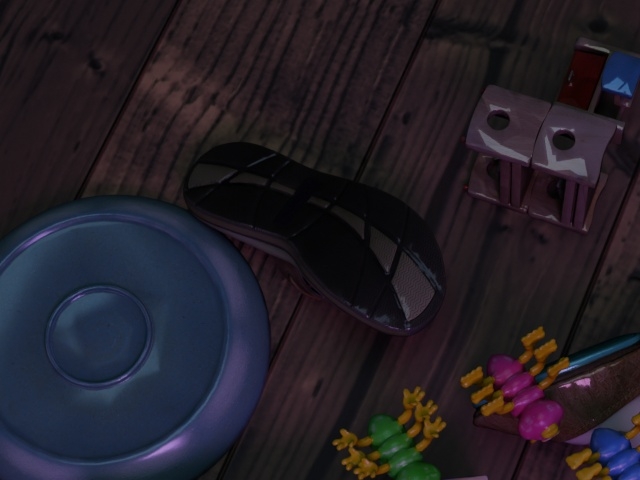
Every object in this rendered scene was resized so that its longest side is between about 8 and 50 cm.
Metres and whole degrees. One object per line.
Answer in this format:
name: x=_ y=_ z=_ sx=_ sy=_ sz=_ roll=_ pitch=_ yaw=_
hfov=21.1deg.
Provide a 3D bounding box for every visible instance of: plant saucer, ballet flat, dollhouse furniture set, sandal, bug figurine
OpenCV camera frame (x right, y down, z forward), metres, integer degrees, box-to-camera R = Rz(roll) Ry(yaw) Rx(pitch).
plant saucer: x=-0.207 y=0.095 z=1.619 sx=0.317 sy=0.044 sz=0.318 roll=-2 pitch=68 yaw=5
ballet flat: x=0.307 y=0.120 z=1.543 sx=0.342 sy=0.116 sz=0.124 roll=-28 pitch=87 yaw=-11
dollhouse furniture set: x=0.224 y=-0.127 z=1.624 sx=0.129 sy=0.129 sz=0.184 roll=19 pitch=72 yaw=12
sandal: x=0.000 y=-0.002 z=1.624 sx=0.302 sy=0.086 sz=0.120 roll=31 pitch=65 yaw=33
bug figurine: x=0.148 y=0.200 z=1.422 sx=0.279 sy=0.072 sz=0.216 roll=-28 pitch=61 yaw=-5

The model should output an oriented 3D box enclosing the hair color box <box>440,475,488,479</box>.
hair color box: x=-0.012 y=0.317 z=1.479 sx=0.338 sy=0.110 sz=0.185 roll=-6 pitch=67 yaw=1
